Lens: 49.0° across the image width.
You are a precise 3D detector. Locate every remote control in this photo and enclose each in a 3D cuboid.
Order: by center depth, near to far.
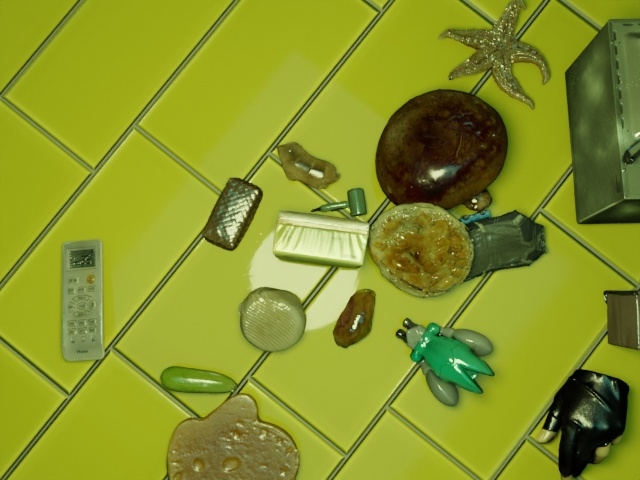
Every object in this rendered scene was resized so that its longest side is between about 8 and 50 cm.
[{"bbox_3d":[-0.617,0.157,1.845,0.109,0.055,0.313,-4,81,7],"label":"remote control"}]

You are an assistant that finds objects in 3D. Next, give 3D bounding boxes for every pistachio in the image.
[{"bbox_3d":[0.097,0.206,1.839,0.090,0.049,0.173,29,87,1],"label":"pistachio"}]

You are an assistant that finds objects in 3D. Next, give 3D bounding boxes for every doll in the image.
[{"bbox_3d":[0.333,0.286,1.800,0.195,0.153,0.258,-35,69,16],"label":"doll"}]

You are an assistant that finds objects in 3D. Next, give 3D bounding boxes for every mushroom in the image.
[{"bbox_3d":[0.306,-0.234,1.795,0.345,0.239,0.345,5,63,-9],"label":"mushroom"}]

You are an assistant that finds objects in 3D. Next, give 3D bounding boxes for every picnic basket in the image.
[{"bbox_3d":[-0.234,-0.072,1.859,0.110,0.055,0.193,25,84,2],"label":"picnic basket"}]

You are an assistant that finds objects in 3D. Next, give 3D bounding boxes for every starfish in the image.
[{"bbox_3d":[0.465,-0.495,1.886,0.302,0.060,0.299,-4,92,-6],"label":"starfish"}]

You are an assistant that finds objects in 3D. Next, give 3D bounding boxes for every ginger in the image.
[{"bbox_3d":[-0.039,-0.197,1.860,0.190,0.069,0.095,26,61,3],"label":"ginger"}]

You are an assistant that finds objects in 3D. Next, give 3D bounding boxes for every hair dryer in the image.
[{"bbox_3d":[0.046,-0.092,1.872,0.150,0.047,0.071,-10,84,10],"label":"hair dryer"}]

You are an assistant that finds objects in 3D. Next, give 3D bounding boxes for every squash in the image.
[{"bbox_3d":[-0.316,0.367,1.822,0.201,0.066,0.066,9,86,-2],"label":"squash"}]

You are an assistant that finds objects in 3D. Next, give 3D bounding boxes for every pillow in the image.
[{"bbox_3d":[0.429,0.021,1.827,0.335,0.092,0.161,-17,114,-3],"label":"pillow"}]

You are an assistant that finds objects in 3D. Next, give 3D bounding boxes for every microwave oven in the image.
[{"bbox_3d":[0.781,-0.280,1.721,0.236,0.374,0.432,-2,81,1],"label":"microwave oven"}]

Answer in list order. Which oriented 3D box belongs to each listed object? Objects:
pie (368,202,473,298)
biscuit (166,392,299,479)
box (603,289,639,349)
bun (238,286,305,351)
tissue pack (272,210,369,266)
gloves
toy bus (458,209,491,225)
[{"bbox_3d":[0.250,0.027,1.766,0.274,0.055,0.274,7,119,13],"label":"pie"},{"bbox_3d":[-0.223,0.536,1.810,0.344,0.057,0.287,3,86,1],"label":"biscuit"},{"bbox_3d":[0.878,0.200,1.772,0.252,0.188,0.153,2,86,-2],"label":"box"},{"bbox_3d":[-0.125,0.193,1.808,0.167,0.113,0.173,-21,109,3],"label":"bun"},{"bbox_3d":[0.000,0.000,1.799,0.234,0.159,0.125,8,85,0],"label":"tissue pack"},{"bbox_3d":[0.664,0.473,1.783,0.197,0.152,0.301,14,101,28],"label":"gloves"},{"bbox_3d":[0.410,-0.053,1.864,0.083,0.038,0.046,-18,89,-1],"label":"toy bus"}]
